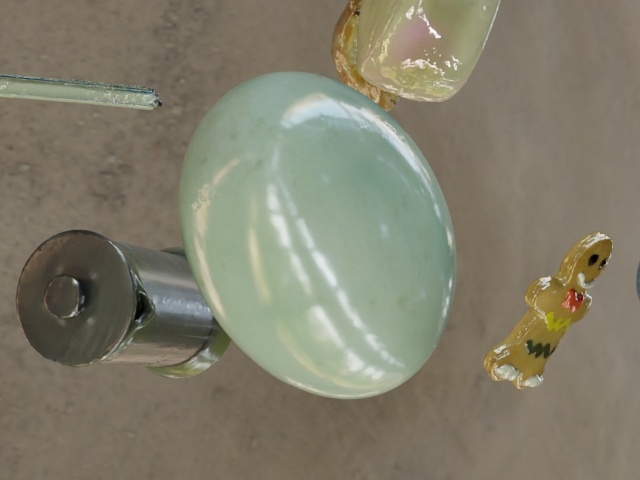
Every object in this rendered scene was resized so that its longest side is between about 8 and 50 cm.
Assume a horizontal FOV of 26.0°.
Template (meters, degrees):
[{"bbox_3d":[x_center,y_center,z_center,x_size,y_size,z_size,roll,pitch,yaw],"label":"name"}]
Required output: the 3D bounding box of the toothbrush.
[{"bbox_3d":[-0.279,-0.132,1.167,0.028,0.294,0.026,101,-4,-65],"label":"toothbrush"}]

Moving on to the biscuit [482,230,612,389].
[{"bbox_3d":[0.307,0.094,1.810,0.158,0.035,0.240,13,113,-54],"label":"biscuit"}]

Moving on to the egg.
[{"bbox_3d":[0.000,0.000,1.469,0.276,0.276,0.388,-52,132,-39],"label":"egg"}]

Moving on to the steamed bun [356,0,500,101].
[{"bbox_3d":[0.149,-0.296,1.772,0.170,0.152,0.238,16,94,-20],"label":"steamed bun"}]

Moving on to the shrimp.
[{"bbox_3d":[0.076,-0.293,2.017,0.062,0.154,0.294,-32,158,-19],"label":"shrimp"}]

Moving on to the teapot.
[{"bbox_3d":[-0.299,0.084,1.953,0.337,0.271,0.200,17,86,-68],"label":"teapot"}]

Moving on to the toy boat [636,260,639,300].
[{"bbox_3d":[0.572,0.019,1.806,0.123,0.330,0.215,35,44,-67],"label":"toy boat"}]
